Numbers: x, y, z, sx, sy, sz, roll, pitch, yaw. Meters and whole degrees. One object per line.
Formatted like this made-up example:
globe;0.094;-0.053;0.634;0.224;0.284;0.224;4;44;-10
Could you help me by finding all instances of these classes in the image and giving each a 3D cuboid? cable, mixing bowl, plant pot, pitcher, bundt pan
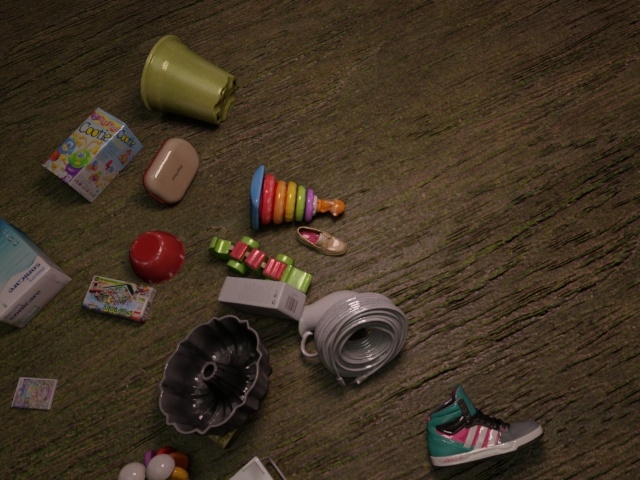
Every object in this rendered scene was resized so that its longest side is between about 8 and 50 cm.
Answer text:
cable;0.111;0.257;1.293;0.257;0.257;0.089;-30;36;1
mixing bowl;-0.537;0.039;1.530;0.182;0.098;0.181;-2;68;4
plant pot;-0.442;-0.536;1.683;0.254;0.276;0.275;24;72;2
pitcher;0.032;0.239;1.381;0.207;0.125;0.177;-12;74;12
bundt pan;-0.271;0.377;1.309;0.331;0.124;0.330;-17;49;20

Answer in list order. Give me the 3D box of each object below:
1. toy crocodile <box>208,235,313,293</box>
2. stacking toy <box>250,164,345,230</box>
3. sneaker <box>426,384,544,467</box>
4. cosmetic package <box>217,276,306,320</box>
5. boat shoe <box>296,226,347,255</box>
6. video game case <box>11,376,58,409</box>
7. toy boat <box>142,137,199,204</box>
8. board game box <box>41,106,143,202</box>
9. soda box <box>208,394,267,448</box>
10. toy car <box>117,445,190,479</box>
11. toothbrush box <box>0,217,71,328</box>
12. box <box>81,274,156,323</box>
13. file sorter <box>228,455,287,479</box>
toy crocodile;-0.186;0.071;1.475;0.341;0.105;0.115;25;73;14
stacking toy;-0.070;-0.120;1.530;0.302;0.165;0.175;5;57;-4
sneaker;0.410;0.463;1.251;0.296;0.124;0.178;-15;77;1
cosmetic package;-0.170;0.166;1.384;0.231;0.117;0.085;4;66;35
boat shoe;0.000;0.000;1.508;0.170;0.059;0.062;17;71;12
video game case;-0.861;0.460;1.442;0.122;0.011;0.087;1;69;7
toy boat;-0.524;-0.241;1.636;0.151;0.151;0.231;9;66;41
board game box;-0.786;-0.297;1.667;0.142;0.144;0.275;32;74;17
soda box;-0.230;0.487;1.338;0.061;0.058;0.181;32;75;17
toy car;-0.438;0.619;1.276;0.182;0.159;0.136;-17;33;0
toothbrush box;-0.998;0.101;1.539;0.296;0.126;0.216;35;75;18
box;-0.636;0.186;1.515;0.207;0.036;0.114;10;70;10
file sorter;-0.193;0.705;1.185;0.278;0.173;0.193;-39;71;-9
